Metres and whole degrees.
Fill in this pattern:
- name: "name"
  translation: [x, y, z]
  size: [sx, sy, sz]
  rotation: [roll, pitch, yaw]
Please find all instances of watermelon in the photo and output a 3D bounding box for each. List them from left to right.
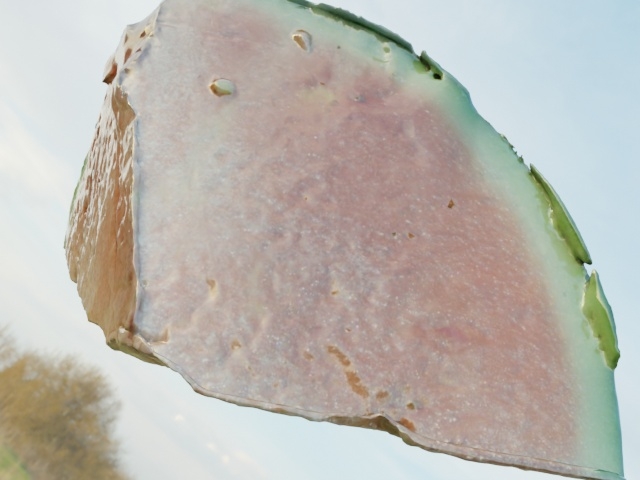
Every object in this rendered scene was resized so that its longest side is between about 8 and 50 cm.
- name: "watermelon"
  translation: [0.002, -0.029, 0.482]
  size: [0.292, 0.222, 0.319]
  rotation: [12, 4, -14]
